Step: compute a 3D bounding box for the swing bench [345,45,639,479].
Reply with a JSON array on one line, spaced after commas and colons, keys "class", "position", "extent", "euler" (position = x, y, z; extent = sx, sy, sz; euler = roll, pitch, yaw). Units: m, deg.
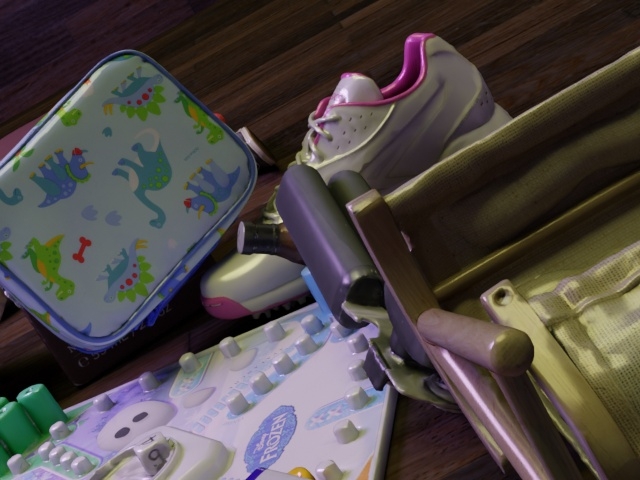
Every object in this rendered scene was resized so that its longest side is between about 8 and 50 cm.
[{"class": "swing bench", "position": [0.181, 0.013, 0.660], "extent": [0.253, 0.165, 0.254], "euler": [-30, 19, -2]}]

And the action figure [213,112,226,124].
[{"class": "action figure", "position": [-0.231, -0.061, 1.617], "extent": [0.280, 0.091, 0.139], "euler": [-37, 14, -13]}]

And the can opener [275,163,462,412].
[{"class": "can opener", "position": [0.044, 0.018, 0.901], "extent": [0.074, 0.093, 0.280], "euler": [8, 23, -24]}]

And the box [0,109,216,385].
[{"class": "box", "position": [-0.219, -0.008, 1.277], "extent": [0.168, 0.203, 0.167], "euler": [-34, 18, -9]}]

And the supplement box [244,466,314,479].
[{"class": "supplement box", "position": [0.020, 0.179, 0.558], "extent": [0.111, 0.114, 0.220], "euler": [-39, 22, -29]}]

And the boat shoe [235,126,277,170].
[{"class": "boat shoe", "position": [-0.086, -0.093, 1.551], "extent": [0.049, 0.056, 0.152], "euler": [-41, 7, -3]}]

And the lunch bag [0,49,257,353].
[{"class": "lunch bag", "position": [-0.169, -0.027, 1.129], "extent": [0.219, 0.176, 0.090], "euler": [-49, 3, -15]}]

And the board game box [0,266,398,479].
[{"class": "board game box", "position": [-0.132, 0.160, 0.942], "extent": [0.390, 0.050, 0.390], "euler": [-24, 19, 18]}]

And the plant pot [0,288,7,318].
[{"class": "plant pot", "position": [-0.444, 0.098, 1.234], "extent": [0.284, 0.191, 0.284], "euler": [-42, 22, 21]}]

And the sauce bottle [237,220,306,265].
[{"class": "sauce bottle", "position": [0.000, 0.000, 1.080], "extent": [0.128, 0.042, 0.042], "euler": [4, 13, -13]}]

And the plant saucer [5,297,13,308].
[{"class": "plant saucer", "position": [-0.401, 0.067, 1.624], "extent": [0.195, 0.037, 0.195], "euler": [-27, 18, 9]}]

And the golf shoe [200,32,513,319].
[{"class": "golf shoe", "position": [0.013, -0.055, 1.154], "extent": [0.306, 0.140, 0.115], "euler": [-35, 19, -12]}]
